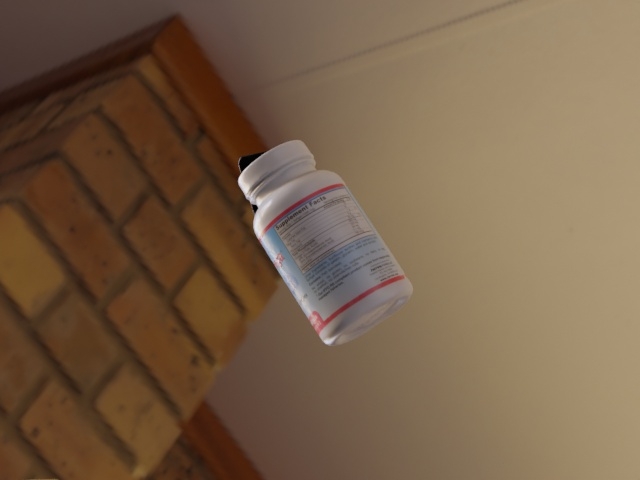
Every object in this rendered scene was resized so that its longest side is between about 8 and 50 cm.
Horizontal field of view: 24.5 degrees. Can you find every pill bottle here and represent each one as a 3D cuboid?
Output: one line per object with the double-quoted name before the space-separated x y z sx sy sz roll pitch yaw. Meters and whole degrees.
"pill bottle" 0.000 0.000 1.220 0.160 0.087 0.087 57 -43 14

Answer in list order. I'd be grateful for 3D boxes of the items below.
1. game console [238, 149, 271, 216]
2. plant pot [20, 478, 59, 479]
"game console" -0.040 -0.047 1.787 0.107 0.071 0.122 -143 -146 -69
"plant pot" -0.307 0.290 1.543 0.083 0.081 0.081 -35 -112 20
